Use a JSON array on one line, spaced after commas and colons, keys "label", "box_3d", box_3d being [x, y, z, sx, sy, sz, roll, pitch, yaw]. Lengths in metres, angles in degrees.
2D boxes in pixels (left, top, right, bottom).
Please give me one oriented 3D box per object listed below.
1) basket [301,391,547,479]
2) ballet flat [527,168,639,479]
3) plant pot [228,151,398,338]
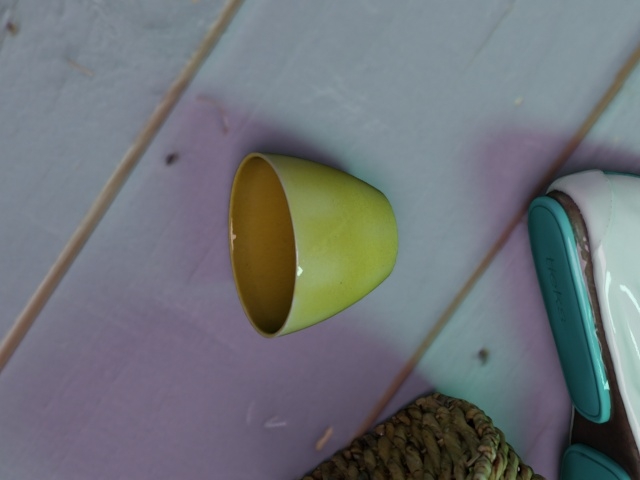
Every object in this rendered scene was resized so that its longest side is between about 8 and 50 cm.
[{"label": "basket", "box_3d": [0.097, 0.266, 1.076, 0.213, 0.299, 0.223, -35, 99, 9]}, {"label": "ballet flat", "box_3d": [0.246, 0.139, 1.134, 0.139, 0.139, 0.400, -7, 104, 4]}, {"label": "plant pot", "box_3d": [0.000, 0.000, 1.106, 0.095, 0.134, 0.134, -5, 106, -23]}]
